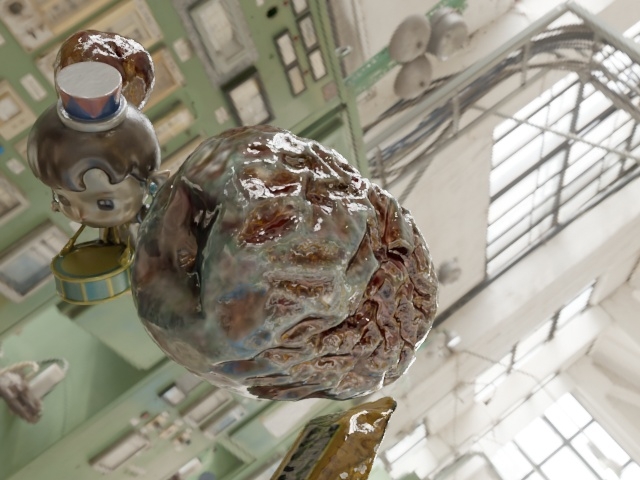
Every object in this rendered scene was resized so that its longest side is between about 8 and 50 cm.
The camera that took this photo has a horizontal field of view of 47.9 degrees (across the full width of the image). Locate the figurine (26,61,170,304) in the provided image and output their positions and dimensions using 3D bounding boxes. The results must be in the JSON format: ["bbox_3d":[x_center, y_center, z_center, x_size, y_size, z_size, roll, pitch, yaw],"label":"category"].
[{"bbox_3d":[-0.255,-0.066,0.825,0.158,0.161,0.275,-57,146,-59],"label":"figurine"}]

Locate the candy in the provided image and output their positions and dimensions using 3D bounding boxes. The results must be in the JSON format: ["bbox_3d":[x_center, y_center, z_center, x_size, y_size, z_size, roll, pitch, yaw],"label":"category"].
[{"bbox_3d":[0.001,0.292,0.893,0.101,0.143,0.271,63,33,-18],"label":"candy"}]

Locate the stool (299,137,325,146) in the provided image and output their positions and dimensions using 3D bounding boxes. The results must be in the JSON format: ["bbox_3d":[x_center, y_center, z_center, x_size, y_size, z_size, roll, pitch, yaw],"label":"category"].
[{"bbox_3d":[0.000,0.000,0.953,0.264,0.179,0.179,53,-6,47],"label":"stool"}]

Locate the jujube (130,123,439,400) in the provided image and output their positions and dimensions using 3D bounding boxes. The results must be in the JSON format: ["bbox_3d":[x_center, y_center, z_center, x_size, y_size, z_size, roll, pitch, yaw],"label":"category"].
[{"bbox_3d":[-0.018,0.030,0.645,0.226,0.226,0.317,47,14,34],"label":"jujube"}]

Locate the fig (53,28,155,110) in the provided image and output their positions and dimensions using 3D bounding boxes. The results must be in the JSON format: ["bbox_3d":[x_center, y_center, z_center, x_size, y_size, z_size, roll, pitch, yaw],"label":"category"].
[{"bbox_3d":[-0.405,-0.236,1.286,0.170,0.274,0.145,0,38,-48],"label":"fig"}]
